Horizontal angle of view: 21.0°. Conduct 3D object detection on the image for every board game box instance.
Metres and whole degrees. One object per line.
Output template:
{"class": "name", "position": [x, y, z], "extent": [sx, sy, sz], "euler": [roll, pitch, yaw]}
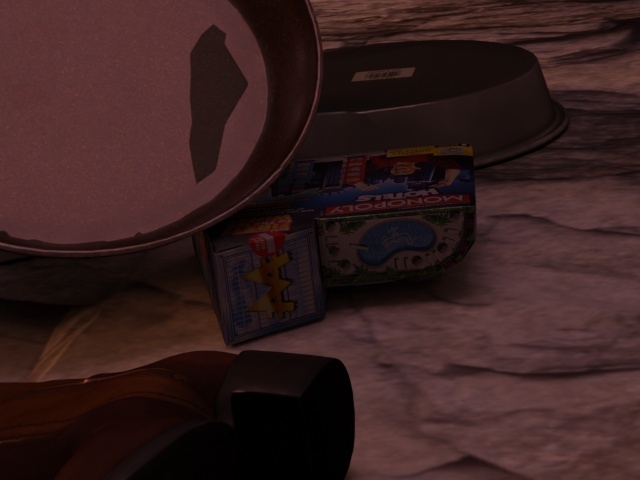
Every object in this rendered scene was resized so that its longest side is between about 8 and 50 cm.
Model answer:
{"class": "board game box", "position": [0.000, 0.000, 1.051], "extent": [0.194, 0.060, 0.194], "euler": [-5, 18, 6]}

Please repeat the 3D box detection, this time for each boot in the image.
{"class": "boot", "position": [-0.154, 0.100, 0.728], "extent": [0.280, 0.096, 0.264], "euler": [-2, 18, 19]}

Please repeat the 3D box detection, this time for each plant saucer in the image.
{"class": "plant saucer", "position": [-0.155, -0.109, 1.051], "extent": [0.310, 0.050, 0.311], "euler": [6, 56, -8]}

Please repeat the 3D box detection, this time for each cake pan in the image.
{"class": "cake pan", "position": [0.052, -0.110, 1.397], "extent": [0.293, 0.054, 0.293], "euler": [-6, 18, 2]}

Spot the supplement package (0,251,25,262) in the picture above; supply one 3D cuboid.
{"class": "supplement package", "position": [-0.195, -0.157, 1.240], "extent": [0.175, 0.293, 0.177], "euler": [-13, 19, -17]}
